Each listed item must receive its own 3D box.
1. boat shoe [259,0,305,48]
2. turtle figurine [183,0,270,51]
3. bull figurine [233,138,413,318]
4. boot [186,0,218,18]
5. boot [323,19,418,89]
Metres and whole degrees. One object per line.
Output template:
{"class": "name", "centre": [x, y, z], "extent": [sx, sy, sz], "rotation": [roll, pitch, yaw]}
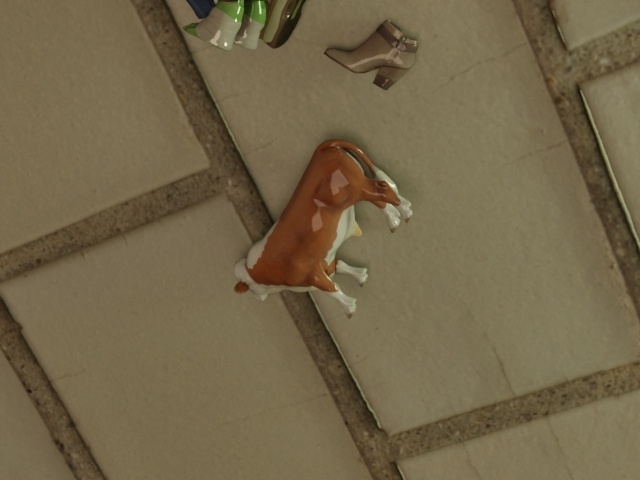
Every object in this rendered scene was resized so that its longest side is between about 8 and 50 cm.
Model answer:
{"class": "boat shoe", "centre": [-0.048, -0.360, 1.630], "extent": [0.072, 0.068, 0.190], "rotation": [37, 115, 12]}
{"class": "turtle figurine", "centre": [-0.111, -0.396, 1.527], "extent": [0.275, 0.198, 0.266], "rotation": [19, 108, -20]}
{"class": "bull figurine", "centre": [0.000, 0.000, 1.757], "extent": [0.188, 0.101, 0.310], "rotation": [27, 118, -5]}
{"class": "boot", "centre": [-0.184, -0.401, 1.633], "extent": [0.086, 0.069, 0.190], "rotation": [-28, 107, 18]}
{"class": "boot", "centre": [0.075, -0.270, 1.658], "extent": [0.118, 0.042, 0.087], "rotation": [28, 110, -3]}
